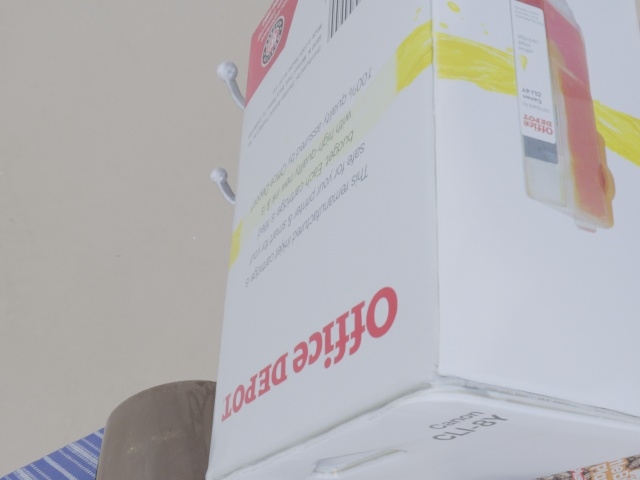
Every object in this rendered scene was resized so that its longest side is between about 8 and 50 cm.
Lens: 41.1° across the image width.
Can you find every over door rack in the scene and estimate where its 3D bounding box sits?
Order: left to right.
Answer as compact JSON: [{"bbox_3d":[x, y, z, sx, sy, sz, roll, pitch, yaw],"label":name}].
[{"bbox_3d":[0.006,-0.206,0.919,0.108,0.239,0.324,33,115,15],"label":"over door rack"}]

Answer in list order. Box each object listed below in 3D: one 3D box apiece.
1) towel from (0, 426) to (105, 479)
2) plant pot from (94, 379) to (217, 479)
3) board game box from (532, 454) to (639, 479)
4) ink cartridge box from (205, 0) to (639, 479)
[{"bbox_3d":[-0.266,0.295,1.033,0.336,0.243,0.040,-22,107,-36],"label":"towel"},{"bbox_3d":[-0.130,0.271,0.843,0.263,0.263,0.229,-13,55,-8],"label":"plant pot"},{"bbox_3d":[0.292,0.340,0.995,0.291,0.232,0.141,-24,97,20],"label":"board game box"},{"bbox_3d":[0.059,-0.040,0.555,0.160,0.279,0.384,15,61,-22],"label":"ink cartridge box"}]
